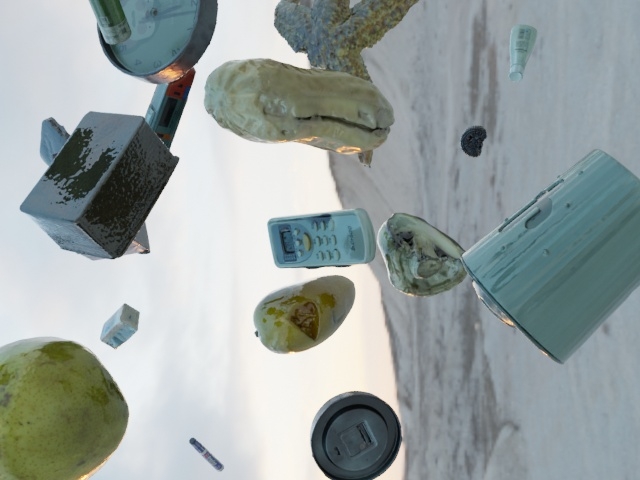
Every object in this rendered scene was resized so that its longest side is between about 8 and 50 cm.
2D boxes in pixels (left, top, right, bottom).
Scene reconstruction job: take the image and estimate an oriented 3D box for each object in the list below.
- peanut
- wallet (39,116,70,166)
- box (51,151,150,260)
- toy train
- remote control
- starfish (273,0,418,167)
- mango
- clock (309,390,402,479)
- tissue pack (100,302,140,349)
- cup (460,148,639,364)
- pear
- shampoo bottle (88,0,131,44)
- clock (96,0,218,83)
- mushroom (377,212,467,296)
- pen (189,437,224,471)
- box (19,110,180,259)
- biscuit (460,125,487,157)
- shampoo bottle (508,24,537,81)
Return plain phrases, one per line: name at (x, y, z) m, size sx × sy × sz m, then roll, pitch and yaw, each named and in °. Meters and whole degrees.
peanut at (-0.027, -0.198, 1.094) m, size 0.130 × 0.290 × 0.130 m, roll -176°, pitch 90°, yaw -71°
wallet at (-0.704, -0.210, 2.093) m, size 0.042 × 0.309 × 0.165 m, roll -28°, pitch -29°, yaw -38°
box at (-0.520, -0.088, 1.752) m, size 0.188 × 0.153 × 0.252 m, roll 74°, pitch -177°, yaw -77°
toy train at (-0.463, -0.319, 2.093) m, size 0.086 × 0.089 × 0.409 m, roll 54°, pitch 127°, yaw 42°
remote control at (0.000, 0.000, 1.799) m, size 0.056 × 0.296 × 0.140 m, roll -23°, pitch -74°, yaw -52°
starfish at (0.057, -0.413, 1.436) m, size 0.383 × 0.398 × 0.132 m, roll -53°, pitch -28°, yaw 14°
mango at (-0.036, 0.186, 2.039) m, size 0.365 × 0.253 × 0.182 m, roll -32°, pitch -81°, yaw -47°
clock at (0.067, 0.382, 1.437) m, size 0.040 × 0.185 × 0.184 m, roll -150°, pitch 59°, yaw -75°
tissue pack at (-0.499, 0.215, 1.836) m, size 0.059 × 0.094 × 0.074 m, roll 34°, pitch -151°, yaw -28°
cup at (0.513, 0.009, 1.599) m, size 0.310 × 0.392 × 0.401 m, roll 35°, pitch -165°, yaw -39°
pear at (-0.521, 0.327, 1.355) m, size 0.304 × 0.304 × 0.303 m, roll 1°, pitch -90°, yaw -83°
shampoo bottle at (-0.452, -0.506, 1.528) m, size 0.204 × 0.065 × 0.065 m, roll 79°, pitch -166°, yaw -51°
clock at (-0.381, -0.524, 1.698) m, size 0.066 × 0.319 × 0.318 m, roll 3°, pitch -91°, yaw -63°
mushroom at (0.254, 0.048, 1.989) m, size 0.164 × 0.267 × 0.189 m, roll -60°, pitch 40°, yaw 29°
pen at (-0.309, 0.584, 2.009) m, size 0.204 × 0.025 × 0.025 m, roll 66°, pitch -156°, yaw -50°
box at (-0.440, -0.116, 1.496) m, size 0.273 × 0.184 × 0.143 m, roll -64°, pitch -34°, yaw -26°
biscuit at (0.443, -0.284, 2.117) m, size 0.089 × 0.087 × 0.027 m, roll 54°, pitch -159°, yaw -13°
shampoo bottle at (0.528, -0.495, 1.948) m, size 0.041 × 0.069 × 0.190 m, roll 94°, pitch -168°, yaw -56°
